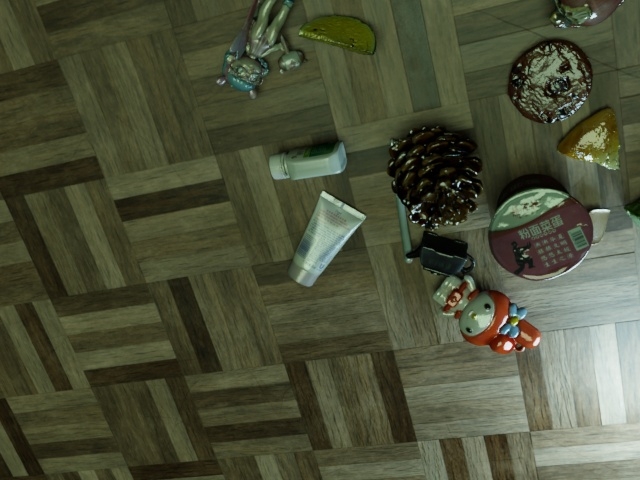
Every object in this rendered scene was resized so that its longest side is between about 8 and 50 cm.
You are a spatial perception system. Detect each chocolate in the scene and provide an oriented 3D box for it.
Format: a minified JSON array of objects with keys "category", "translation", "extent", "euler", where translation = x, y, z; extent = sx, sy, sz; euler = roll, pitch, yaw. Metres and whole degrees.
[{"category":"chocolate","translation":[0.675,-0.038,1.748],"extent":[0.065,0.031,0.100],"euler":[-4,119,-6]}]

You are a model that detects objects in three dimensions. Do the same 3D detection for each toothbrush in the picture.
[{"category":"toothbrush","translation":[0.209,-0.097,1.816],"extent":[0.030,0.025,0.342],"euler":[-4,113,10]}]

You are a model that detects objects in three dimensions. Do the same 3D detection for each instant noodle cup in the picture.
[{"category":"instant noodle cup","translation":[0.516,-0.046,1.692],"extent":[0.235,0.178,0.234],"euler":[4,116,8]}]

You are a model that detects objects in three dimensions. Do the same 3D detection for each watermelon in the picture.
[{"category":"watermelon","translation":[0.053,-0.482,1.630],"extent":[0.181,0.092,0.075],"euler":[18,104,12]}]

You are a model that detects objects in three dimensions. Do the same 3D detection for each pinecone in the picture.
[{"category":"pinecone","translation":[0.276,-0.150,1.662],"extent":[0.224,0.272,0.224],"euler":[-10,139,-9]}]

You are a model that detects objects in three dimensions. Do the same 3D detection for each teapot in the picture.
[{"category":"teapot","translation":[0.311,0.049,1.832],"extent":[0.177,0.087,0.096],"euler":[16,122,3]}]

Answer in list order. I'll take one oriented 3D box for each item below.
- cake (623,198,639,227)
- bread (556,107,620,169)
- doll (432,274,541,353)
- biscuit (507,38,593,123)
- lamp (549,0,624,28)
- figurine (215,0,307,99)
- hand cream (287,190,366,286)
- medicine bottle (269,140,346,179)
[{"category":"cake","translation":[0.848,-0.108,1.682],"extent":[0.235,0.099,0.100],"euler":[-43,100,4]},{"category":"bread","translation":[0.650,-0.244,1.645],"extent":[0.154,0.054,0.136],"euler":[17,114,0]},{"category":"doll","translation":[0.435,0.202,1.853],"extent":[0.290,0.130,0.161],"euler":[36,104,9]},{"category":"biscuit","translation":[0.525,-0.362,1.614],"extent":[0.192,0.049,0.192],"euler":[5,113,12]},{"category":"lamp","translation":[0.560,-0.548,1.458],"extent":[0.223,0.151,0.215],"euler":[-49,137,10]},{"category":"figurine","translation":[-0.132,-0.462,1.681],"extent":[0.205,0.103,0.260],"euler":[12,121,-36]},{"category":"hand cream","translation":[0.000,0.000,1.882],"extent":[0.133,0.083,0.248],"euler":[32,106,-6]},{"category":"medicine bottle","translation":[-0.032,-0.196,1.762],"extent":[0.183,0.119,0.069],"euler":[-8,116,17]}]
